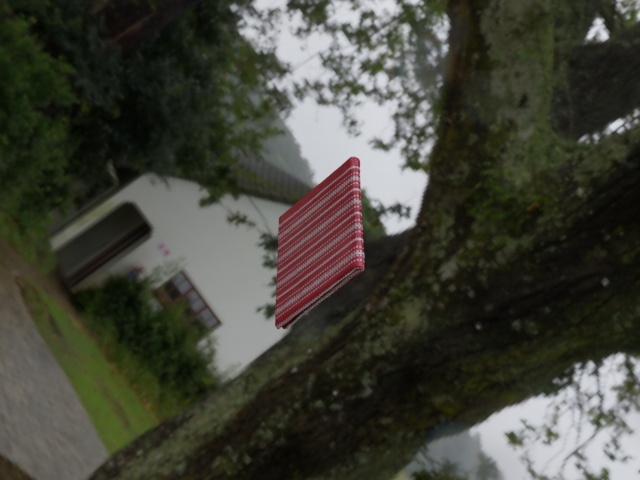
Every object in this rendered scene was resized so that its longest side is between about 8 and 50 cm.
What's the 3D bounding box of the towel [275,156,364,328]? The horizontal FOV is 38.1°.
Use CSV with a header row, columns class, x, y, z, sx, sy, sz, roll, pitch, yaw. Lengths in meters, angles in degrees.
class,x,y,z,sx,sy,sz,roll,pitch,yaw
towel,0.000,0.000,1.521,0.031,0.199,0.275,34,34,-27
